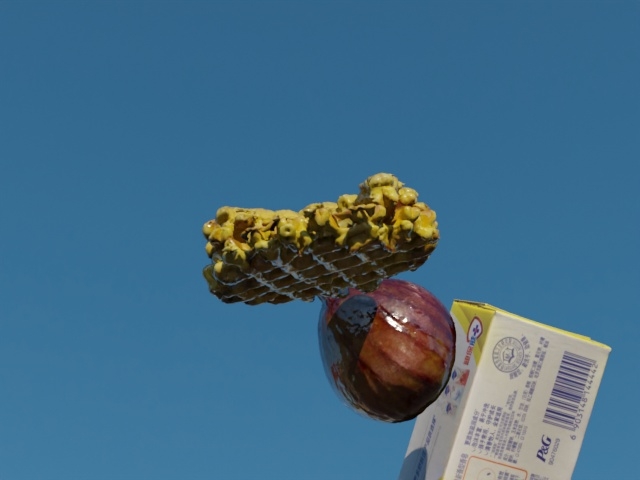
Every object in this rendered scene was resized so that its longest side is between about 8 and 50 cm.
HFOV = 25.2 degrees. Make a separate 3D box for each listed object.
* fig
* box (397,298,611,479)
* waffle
[{"bbox_3d":[0.062,0.096,1.506,0.148,0.202,0.149,-34,-21,23],"label":"fig"},{"bbox_3d":[0.201,0.214,1.612,0.168,0.097,0.265,17,-93,-23],"label":"box"},{"bbox_3d":[0.000,0.000,1.171,0.193,0.070,0.197,-6,-16,-16],"label":"waffle"}]
